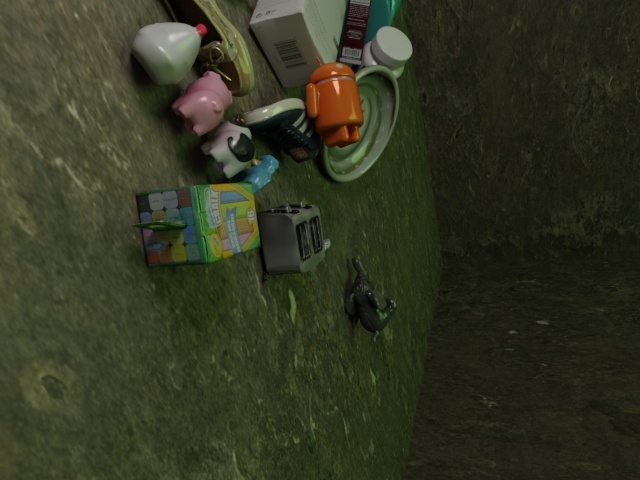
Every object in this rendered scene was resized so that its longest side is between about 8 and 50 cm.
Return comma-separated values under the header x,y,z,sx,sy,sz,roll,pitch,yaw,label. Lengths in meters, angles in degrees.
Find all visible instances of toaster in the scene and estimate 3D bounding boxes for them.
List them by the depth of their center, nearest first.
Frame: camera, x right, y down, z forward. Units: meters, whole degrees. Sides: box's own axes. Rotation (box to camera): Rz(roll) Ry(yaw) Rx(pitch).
x,y,z,sx,sy,sz,roll,pitch,yaw,label
-0.075,0.000,1.088,0.168,0.110,0.185,-28,113,-63,toaster

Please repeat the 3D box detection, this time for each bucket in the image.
x,y,z,sx,sy,sz,roll,pitch,yaw,label
0.143,-0.831,1.504,0.281,0.282,0.183,64,37,-41,bucket

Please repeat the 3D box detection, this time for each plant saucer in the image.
x,y,z,sx,sy,sz,roll,pitch,yaw,label
0.113,-0.397,1.454,0.401,0.101,0.400,-36,144,-32,plant saucer

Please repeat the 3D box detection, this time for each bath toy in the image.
x,y,z,sx,sy,sz,roll,pitch,yaw,label
-0.201,-0.247,0.810,0.129,0.151,0.348,-41,131,-12,bath toy

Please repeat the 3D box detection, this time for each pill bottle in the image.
x,y,z,sx,sy,sz,roll,pitch,yaw,label
0.195,-0.600,1.526,0.162,0.283,0.161,8,68,-20,pill bottle

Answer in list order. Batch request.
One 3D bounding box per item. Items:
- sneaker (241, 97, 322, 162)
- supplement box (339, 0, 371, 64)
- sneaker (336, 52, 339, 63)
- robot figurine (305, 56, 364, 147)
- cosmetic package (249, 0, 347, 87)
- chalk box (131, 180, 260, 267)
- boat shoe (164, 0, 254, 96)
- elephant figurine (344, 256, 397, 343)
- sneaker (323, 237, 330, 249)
x,y,z,sx,sy,sz,roll,pitch,yaw,label
-0.074,-0.271,1.095,0.350,0.131,0.147,-33,113,-63,sneaker
0.114,-0.686,1.355,0.130,0.073,0.239,-80,180,-68,supplement box
0.008,-0.570,1.360,0.161,0.102,0.282,67,31,-43,sneaker
0.037,-0.348,1.082,0.128,0.158,0.219,169,-90,-84,robot figurine
-0.043,-0.640,1.179,0.217,0.156,0.384,53,41,-54,cosmetic package
-0.220,-0.028,0.743,0.213,0.133,0.131,-22,107,-64,chalk box
-0.228,-0.402,0.824,0.285,0.105,0.089,60,39,-27,boat shoe
0.163,0.214,1.581,0.169,0.186,0.239,-40,124,-7,elephant figurine
0.000,0.000,1.340,0.098,0.038,0.069,-57,138,-54,sneaker
